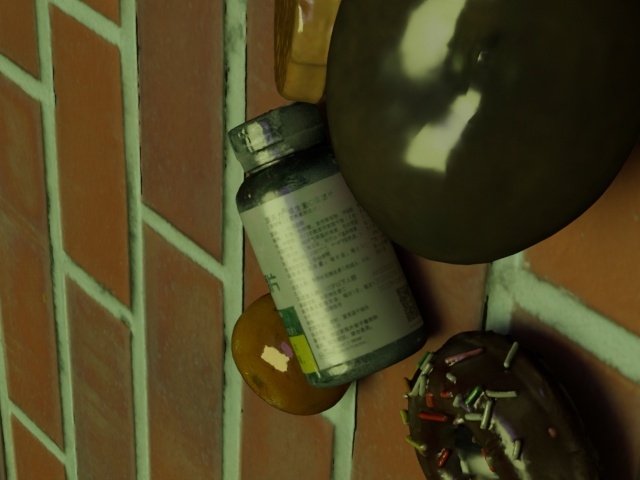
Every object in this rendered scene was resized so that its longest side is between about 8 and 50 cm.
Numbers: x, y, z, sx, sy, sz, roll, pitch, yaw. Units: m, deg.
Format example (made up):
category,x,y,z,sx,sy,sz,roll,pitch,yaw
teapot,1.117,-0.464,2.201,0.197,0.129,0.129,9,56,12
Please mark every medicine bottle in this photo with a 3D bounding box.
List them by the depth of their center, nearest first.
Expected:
category,x,y,z,sx,sy,sz,roll,pitch,yaw
medicine bottle,0.000,0.000,1.671,0.141,0.141,0.293,-18,94,57

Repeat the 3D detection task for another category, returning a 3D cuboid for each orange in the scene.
category,x,y,z,sx,sy,sz,roll,pitch,yaw
orange,-0.026,0.124,1.805,0.154,0.134,0.155,40,161,17

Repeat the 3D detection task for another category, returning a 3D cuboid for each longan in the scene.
category,x,y,z,sx,sy,sz,roll,pitch,yaw
longan,0.138,-0.147,1.285,0.288,0.288,0.350,40,127,35

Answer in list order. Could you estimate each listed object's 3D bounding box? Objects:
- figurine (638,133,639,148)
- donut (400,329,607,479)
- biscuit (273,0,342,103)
category,x,y,z,sx,sy,sz,roll,pitch,yaw
figurine,0.307,-0.050,1.281,0.101,0.068,0.143,-34,68,62
donut,0.176,0.214,1.558,0.270,0.103,0.270,46,149,40
biscuit,-0.002,-0.293,1.444,0.312,0.057,0.351,-98,13,-56
